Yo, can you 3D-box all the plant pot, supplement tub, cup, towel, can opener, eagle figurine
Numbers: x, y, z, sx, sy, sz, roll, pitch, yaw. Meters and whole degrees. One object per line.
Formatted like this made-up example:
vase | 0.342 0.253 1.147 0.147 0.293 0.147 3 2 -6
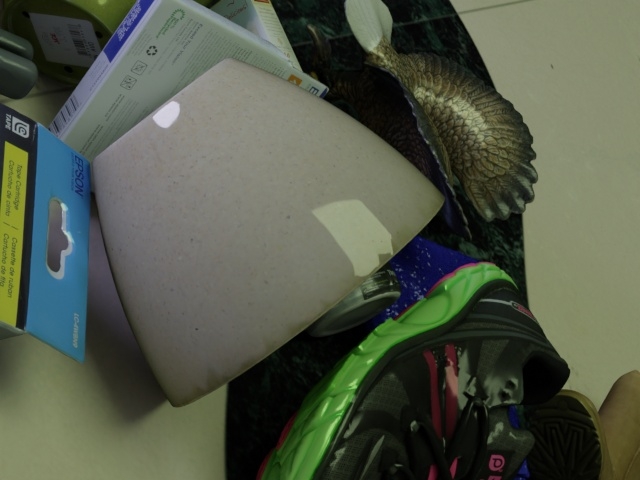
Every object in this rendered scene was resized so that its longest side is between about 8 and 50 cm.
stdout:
plant pot | -0.210 -0.311 2.045 0.275 0.275 0.293 40 52 -21
supplement tub | 0.000 0.000 2.132 0.117 0.117 0.190 -7 66 -53
cup | -0.081 -0.034 1.868 0.237 0.331 0.331 53 34 -4
towel | 0.142 0.131 2.230 0.228 0.076 0.308 25 44 -38
can opener | -0.391 -0.221 1.870 0.280 0.093 0.074 27 31 -33
eagle figurine | 0.104 -0.136 2.287 0.226 0.298 0.225 -56 154 -22

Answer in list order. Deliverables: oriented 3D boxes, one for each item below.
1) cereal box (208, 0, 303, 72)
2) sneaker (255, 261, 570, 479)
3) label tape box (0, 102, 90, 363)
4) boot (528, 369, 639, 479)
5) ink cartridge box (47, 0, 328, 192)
cereal box | -0.086 -0.129 2.086 0.047 0.173 0.240 1 61 -56
sneaker | 0.106 0.187 1.977 0.202 0.185 0.483 43 46 10
label tape box | -0.370 -0.034 1.720 0.348 0.115 0.249 31 41 -36
boot | 0.335 0.228 2.326 0.269 0.089 0.236 -45 134 -54
ink cartridge box | -0.141 -0.125 1.981 0.224 0.223 0.045 28 18 -35
